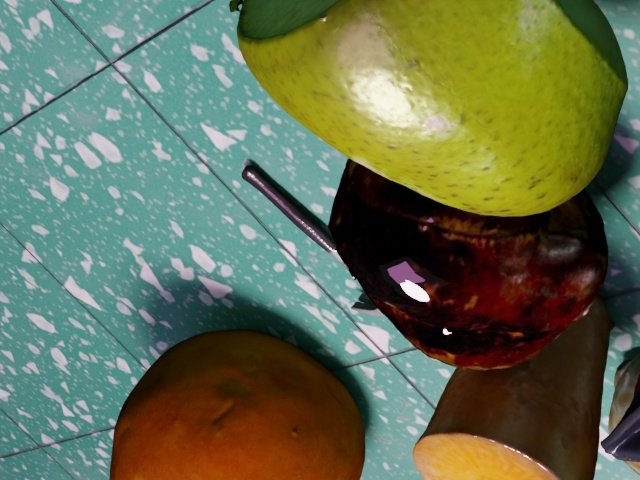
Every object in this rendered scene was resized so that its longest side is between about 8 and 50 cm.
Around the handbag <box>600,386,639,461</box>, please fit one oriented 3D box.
[{"bbox_3d":[0.385,0.042,1.425,0.122,0.303,0.329,31,146,8],"label":"handbag"}]

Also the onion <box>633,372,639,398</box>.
[{"bbox_3d":[0.421,0.160,1.704,0.140,0.218,0.195,39,116,50],"label":"onion"}]

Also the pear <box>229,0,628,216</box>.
[{"bbox_3d":[0.108,-0.149,1.415,0.318,0.238,0.342,40,-170,-20],"label":"pear"}]

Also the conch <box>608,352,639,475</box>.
[{"bbox_3d":[0.370,0.207,1.840,0.116,0.106,0.173,-4,118,22],"label":"conch"}]

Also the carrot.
[{"bbox_3d":[0.226,0.161,1.760,0.196,0.254,0.196,19,147,13],"label":"carrot"}]

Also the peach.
[{"bbox_3d":[-0.118,0.292,2.214,0.342,0.302,0.343,23,144,18],"label":"peach"}]

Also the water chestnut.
[{"bbox_3d":[0.143,-0.017,1.650,0.289,0.244,0.289,51,178,2],"label":"water chestnut"}]

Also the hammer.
[{"bbox_3d":[0.000,0.000,1.992,0.246,0.029,0.103,40,147,-3],"label":"hammer"}]
